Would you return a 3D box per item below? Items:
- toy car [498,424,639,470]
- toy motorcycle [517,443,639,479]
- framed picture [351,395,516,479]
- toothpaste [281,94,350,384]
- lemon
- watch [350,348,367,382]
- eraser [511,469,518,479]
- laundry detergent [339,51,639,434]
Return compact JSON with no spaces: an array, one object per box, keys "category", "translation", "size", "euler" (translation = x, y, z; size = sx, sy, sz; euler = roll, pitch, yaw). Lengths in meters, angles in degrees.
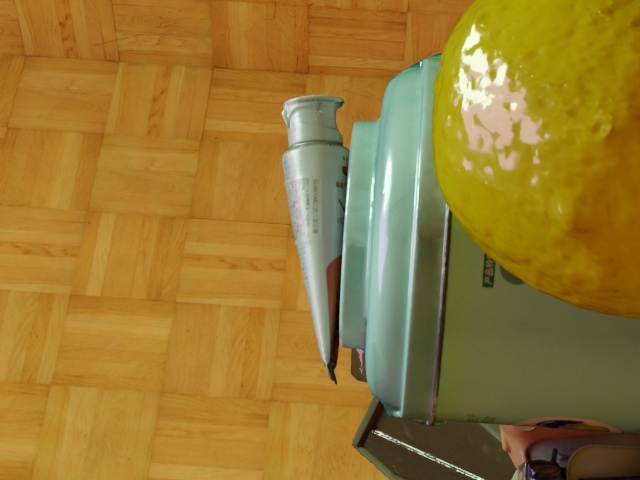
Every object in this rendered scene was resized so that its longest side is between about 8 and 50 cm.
[{"category":"toy car","translation":[0.248,0.135,1.510],"size":[0.270,0.181,0.212],"euler":[-79,-18,-68]},{"category":"toy motorcycle","translation":[0.236,0.209,1.242],"size":[0.263,0.157,0.090],"euler":[75,-162,-78]},{"category":"framed picture","translation":[0.176,0.267,1.676],"size":[0.024,0.315,0.232],"euler":[-41,-16,-33]},{"category":"toothpaste","translation":[0.000,0.000,1.275],"size":[0.089,0.057,0.234],"euler":[61,-154,-81]},{"category":"lemon","translation":[0.191,-0.068,0.946],"size":[0.233,0.288,0.233],"euler":[-30,-49,-42]},{"category":"watch","translation":[0.219,0.256,1.875],"size":[0.335,0.314,0.326],"euler":[-118,17,-73]},{"category":"eraser","translation":[0.245,0.272,1.467],"size":[0.023,0.150,0.104],"euler":[-61,-14,-24]},{"category":"laundry detergent","translation":[0.172,0.005,1.194],"size":[0.287,0.305,0.287],"euler":[4,-90,-87]}]
